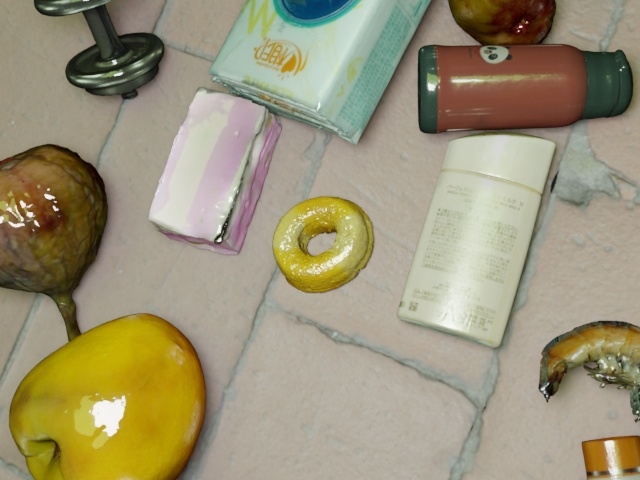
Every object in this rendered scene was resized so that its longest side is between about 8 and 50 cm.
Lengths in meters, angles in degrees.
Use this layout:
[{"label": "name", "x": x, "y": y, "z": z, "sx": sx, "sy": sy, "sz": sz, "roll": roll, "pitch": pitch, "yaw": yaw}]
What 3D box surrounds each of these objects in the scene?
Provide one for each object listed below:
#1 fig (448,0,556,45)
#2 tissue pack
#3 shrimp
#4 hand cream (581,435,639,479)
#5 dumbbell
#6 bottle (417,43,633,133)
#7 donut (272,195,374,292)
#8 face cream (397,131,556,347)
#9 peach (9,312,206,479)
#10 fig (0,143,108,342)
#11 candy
[{"label": "fig", "x": 0.270, "y": -0.427, "z": 1.425, "sx": 0.145, "sy": 0.170, "sz": 0.274, "roll": -43, "pitch": 54, "yaw": 5}, {"label": "tissue pack", "x": 0.019, "y": -0.389, "z": 1.424, "sx": 0.287, "sy": 0.162, "sz": 0.388, "roll": 25, "pitch": 85, "yaw": 37}, {"label": "shrimp", "x": 0.430, "y": 0.234, "z": 1.220, "sx": 0.222, "sy": 0.054, "sz": 0.290, "roll": 0, "pitch": 49, "yaw": -7}, {"label": "hand cream", "x": 0.455, "y": 0.442, "z": 1.219, "sx": 0.140, "sy": 0.089, "sz": 0.314, "roll": 4, "pitch": 71, "yaw": -29}, {"label": "dumbbell", "x": -0.391, "y": -0.386, "z": 1.506, "sx": 0.192, "sy": 0.289, "sz": 0.192, "roll": -11, "pitch": 34, "yaw": 8}, {"label": "bottle", "x": 0.326, "y": -0.247, "z": 1.360, "sx": 0.336, "sy": 0.144, "sz": 0.143, "roll": -1, "pitch": 78, "yaw": 6}, {"label": "donut", "x": 0.000, "y": 0.000, "z": 1.427, "sx": 0.178, "sy": 0.065, "sz": 0.162, "roll": -35, "pitch": 73, "yaw": 4}, {"label": "face cream", "x": 0.251, "y": -0.015, "z": 1.365, "sx": 0.174, "sy": 0.081, "sz": 0.348, "roll": 15, "pitch": 82, "yaw": 16}, {"label": "peach", "x": -0.314, "y": 0.269, "z": 1.336, "sx": 0.289, "sy": 0.308, "sz": 0.288, "roll": 21, "pitch": 125, "yaw": 34}, {"label": "fig", "x": -0.491, "y": 0.028, "z": 1.479, "sx": 0.286, "sy": 0.286, "sz": 0.368, "roll": -9, "pitch": 107, "yaw": 11}, {"label": "candy", "x": -0.182, "y": -0.119, "z": 1.467, "sx": 0.156, "sy": 0.116, "sz": 0.265, "roll": 15, "pitch": 82, "yaw": 16}]
